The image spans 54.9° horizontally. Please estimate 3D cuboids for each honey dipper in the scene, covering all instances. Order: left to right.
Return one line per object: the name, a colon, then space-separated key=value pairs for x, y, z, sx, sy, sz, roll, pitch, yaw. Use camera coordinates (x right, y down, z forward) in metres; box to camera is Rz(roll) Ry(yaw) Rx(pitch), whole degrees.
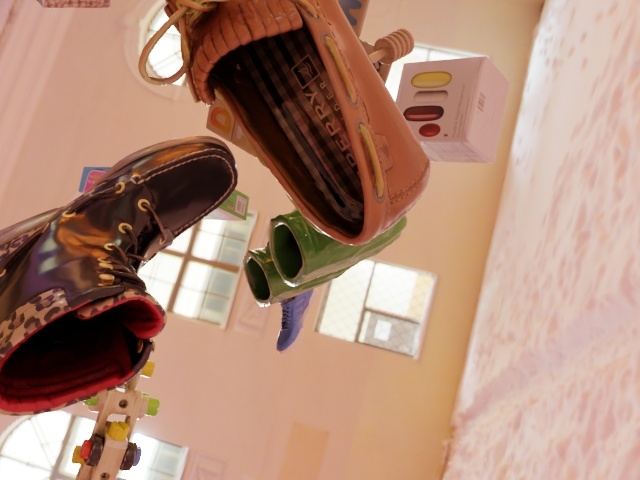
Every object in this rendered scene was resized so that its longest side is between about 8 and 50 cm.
honey dipper: x=0.038 y=-0.181 z=0.634 sx=0.161 sy=0.030 sz=0.030 roll=-35 pitch=-33 yaw=-34

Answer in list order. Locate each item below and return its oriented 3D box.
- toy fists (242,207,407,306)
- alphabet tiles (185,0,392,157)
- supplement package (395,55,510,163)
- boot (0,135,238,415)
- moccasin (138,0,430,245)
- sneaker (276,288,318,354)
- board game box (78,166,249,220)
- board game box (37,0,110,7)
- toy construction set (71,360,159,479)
toy fists: x=0.000 y=0.000 z=0.729 sx=0.096 sy=0.142 sz=0.279 roll=67 pitch=158 yaw=9
alphabet tiles: x=-0.061 y=-0.242 z=0.872 sx=0.011 sy=0.343 sz=0.285 roll=-28 pitch=-38 yaw=-48
supplement package: x=0.287 y=-0.288 z=1.383 sx=0.149 sy=0.203 sz=0.194 roll=21 pitch=-101 yaw=-51
boot: x=-0.234 y=0.023 z=0.731 sx=0.284 sy=0.378 sz=0.138 roll=44 pitch=157 yaw=54
moccasin: x=-0.057 y=-0.162 z=0.518 sx=0.379 sy=0.139 sz=0.147 roll=60 pitch=-147 yaw=-5
sneaker: x=-0.064 y=0.132 z=1.161 sx=0.084 sy=0.058 sz=0.152 roll=45 pitch=-123 yaw=-33
board game box: x=-0.367 y=-0.109 z=1.470 sx=0.242 sy=0.317 sz=0.064 roll=29 pitch=-114 yaw=-65
board game box: x=-0.577 y=-0.657 z=1.347 sx=0.141 sy=0.291 sz=0.231 roll=-13 pitch=-55 yaw=-30
toy construction set: x=-0.364 y=0.359 z=1.048 sx=0.215 sy=0.151 sz=0.327 roll=-154 pitch=68 yaw=-65
